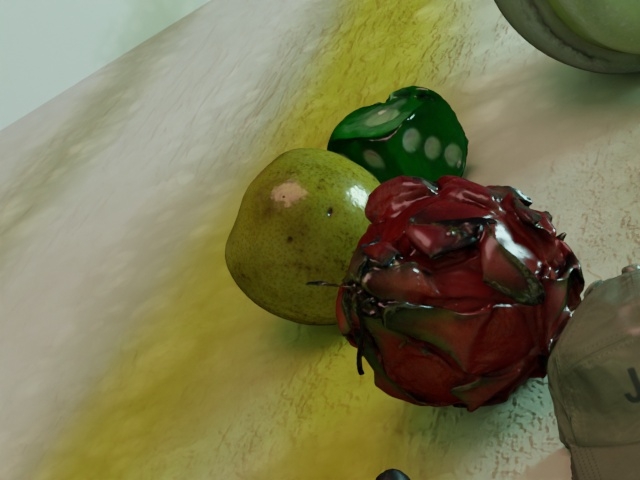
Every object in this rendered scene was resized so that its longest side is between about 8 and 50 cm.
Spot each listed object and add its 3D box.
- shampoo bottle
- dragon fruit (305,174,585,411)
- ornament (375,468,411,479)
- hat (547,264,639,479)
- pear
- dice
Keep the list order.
[{"bbox_3d":[0.359,-0.371,1.741,0.322,0.322,0.317,-31,18,-8],"label":"shampoo bottle"},{"bbox_3d":[0.102,0.039,1.265,0.234,0.293,0.233,-16,68,45],"label":"dragon fruit"},{"bbox_3d":[0.055,0.307,0.993,0.251,0.106,0.260,-38,31,-17],"label":"ornament"},{"bbox_3d":[0.280,0.118,1.093,0.214,0.149,0.244,-23,14,9],"label":"hat"},{"bbox_3d":[0.000,0.000,1.548,0.197,0.197,0.197,-22,25,11],"label":"pear"},{"bbox_3d":[0.097,-0.109,1.735,0.131,0.120,0.128,-2,36,48],"label":"dice"}]
